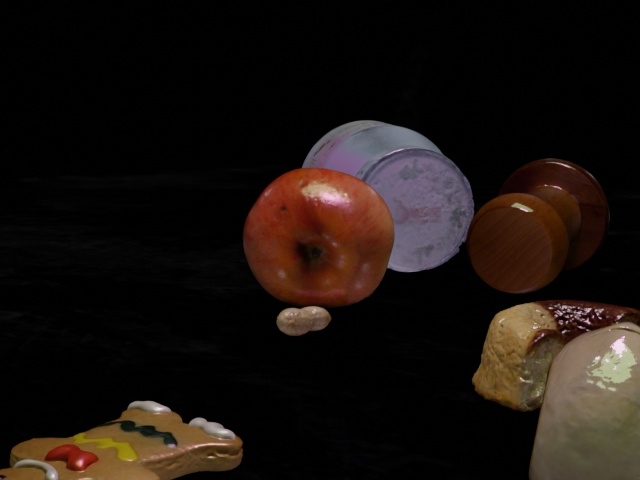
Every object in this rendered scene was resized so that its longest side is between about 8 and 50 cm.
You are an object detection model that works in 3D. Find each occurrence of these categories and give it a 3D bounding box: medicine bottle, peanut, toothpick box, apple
[{"bbox_3d":[0.111,-0.070,1.731,0.245,0.245,0.290,-1,10,-15],"label":"medicine bottle"},{"bbox_3d":[-0.021,0.099,1.311,0.037,0.037,0.083,11,15,43],"label":"peanut"},{"bbox_3d":[0.343,-0.019,1.666,0.192,0.192,0.294,6,17,27],"label":"toothpick box"},{"bbox_3d":[0.000,0.000,1.443,0.209,0.209,0.164,2,14,1],"label":"apple"}]

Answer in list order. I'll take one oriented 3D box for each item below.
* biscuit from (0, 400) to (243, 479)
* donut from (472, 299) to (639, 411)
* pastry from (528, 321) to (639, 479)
[{"bbox_3d":[-0.177,0.176,0.836,0.158,0.035,0.240,6,10,35],"label":"biscuit"},{"bbox_3d":[0.248,0.114,1.122,0.217,0.085,0.141,-8,14,-38],"label":"donut"},{"bbox_3d":[0.208,0.136,0.784,0.092,0.156,0.156,10,11,10],"label":"pastry"}]
